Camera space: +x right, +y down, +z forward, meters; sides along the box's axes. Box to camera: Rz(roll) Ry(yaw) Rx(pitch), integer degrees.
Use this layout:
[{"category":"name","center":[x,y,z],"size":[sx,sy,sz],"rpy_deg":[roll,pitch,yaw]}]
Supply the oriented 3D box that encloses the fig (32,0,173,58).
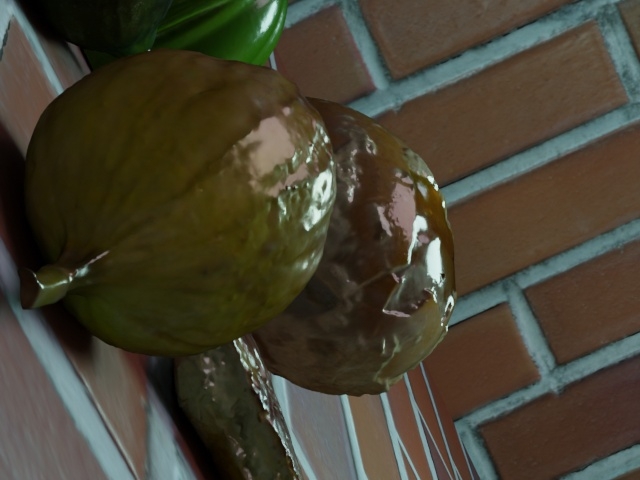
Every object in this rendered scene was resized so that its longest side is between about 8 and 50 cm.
[{"category":"fig","center":[-0.138,-0.168,1.285],"size":[0.177,0.117,0.117],"rpy_deg":[95,-25,-64]}]

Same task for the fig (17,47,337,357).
[{"category":"fig","center":[-0.086,-0.008,0.946],"size":[0.159,0.159,0.257],"rpy_deg":[65,22,-4]}]

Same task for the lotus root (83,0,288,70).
[{"category":"lotus root","center":[-0.089,-0.179,1.453],"size":[0.186,0.186,0.186],"rpy_deg":[-24,90,-86]}]

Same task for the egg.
[{"category":"egg","center":[0.000,0.000,1.421],"size":[0.195,0.195,0.233],"rpy_deg":[57,12,-64]}]

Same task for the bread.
[{"category":"bread","center":[-0.053,0.089,1.176],"size":[0.136,0.054,0.154],"rpy_deg":[-103,174,-62]}]
